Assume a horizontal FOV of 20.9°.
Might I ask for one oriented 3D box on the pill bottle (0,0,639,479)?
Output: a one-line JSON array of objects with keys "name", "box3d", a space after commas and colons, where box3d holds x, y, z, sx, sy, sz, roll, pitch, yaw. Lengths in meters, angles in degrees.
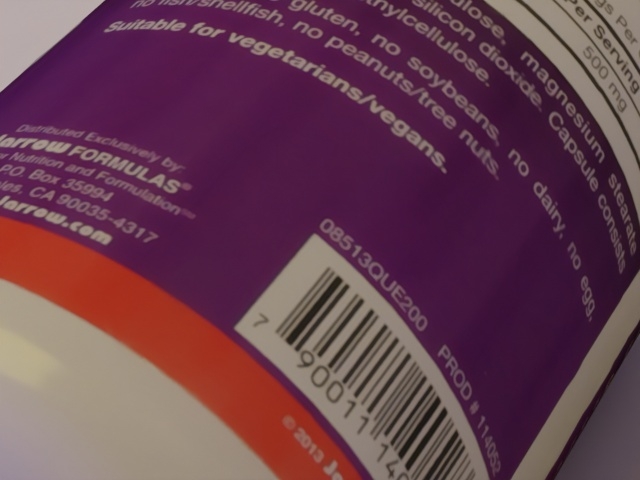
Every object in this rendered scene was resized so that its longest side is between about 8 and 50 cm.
[{"name": "pill bottle", "box3d": [0.000, 0.000, 0.491, 0.181, 0.181, 0.323, -1, 35, 37]}]
